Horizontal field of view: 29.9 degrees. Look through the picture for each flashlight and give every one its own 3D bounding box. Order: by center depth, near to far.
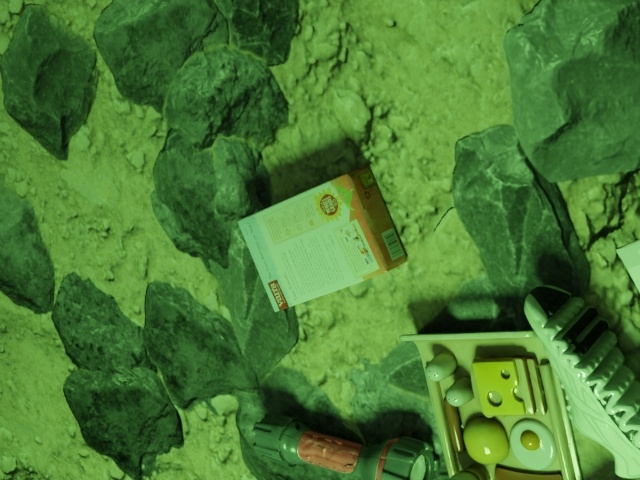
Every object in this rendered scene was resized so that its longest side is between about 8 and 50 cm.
[{"bbox_3d":[0.031,0.332,1.867,0.304,0.103,0.103,9,112,33],"label":"flashlight"}]

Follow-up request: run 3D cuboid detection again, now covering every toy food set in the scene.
[{"bbox_3d":[0.238,0.272,1.703,0.219,0.092,0.306,-6,102,38],"label":"toy food set"}]

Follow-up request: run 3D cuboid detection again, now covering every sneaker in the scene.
[{"bbox_3d":[0.359,0.192,1.587,0.292,0.110,0.118,53,137,10],"label":"sneaker"}]

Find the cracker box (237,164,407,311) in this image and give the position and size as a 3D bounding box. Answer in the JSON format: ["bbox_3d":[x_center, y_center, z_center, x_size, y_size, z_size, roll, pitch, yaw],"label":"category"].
[{"bbox_3d":[0.000,0.000,1.800,0.232,0.067,0.156,-21,92,38],"label":"cracker box"}]

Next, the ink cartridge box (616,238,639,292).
[{"bbox_3d":[0.518,0.064,1.317,0.296,0.066,0.261,-27,89,36],"label":"ink cartridge box"}]
